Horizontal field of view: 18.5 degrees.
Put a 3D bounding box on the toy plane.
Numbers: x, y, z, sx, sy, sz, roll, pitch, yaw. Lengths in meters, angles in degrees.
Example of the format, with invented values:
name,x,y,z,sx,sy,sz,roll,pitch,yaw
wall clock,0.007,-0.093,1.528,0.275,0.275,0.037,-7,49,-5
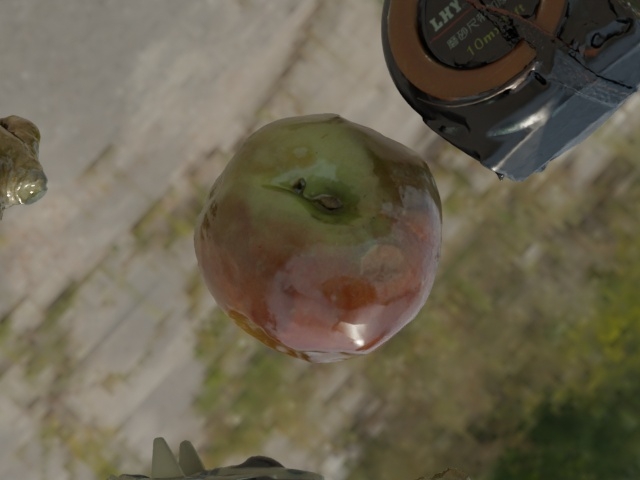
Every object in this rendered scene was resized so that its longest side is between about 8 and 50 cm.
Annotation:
name,x,y,z,sx,sy,sz,roll,pitch,yaw
toy plane,-0.090,0.245,1.899,0.192,0.262,0.088,14,83,-41

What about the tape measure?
name,x,y,z,sx,sy,sz,roll,pitch,yaw
tape measure,0.153,-0.165,1.518,0.202,0.223,0.135,-42,147,22

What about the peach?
name,x,y,z,sx,sy,sz,roll,pitch,yaw
peach,0.000,0.000,1.685,0.214,0.214,0.235,-45,173,-15

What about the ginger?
name,x,y,z,sx,sy,sz,roll,pitch,yaw
ginger,-0.374,-0.076,1.916,0.216,0.157,0.102,-2,142,-18

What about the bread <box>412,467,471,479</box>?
name,x,y,z,sx,sy,sz,roll,pitch,yaw
bread,0.098,0.277,1.381,0.128,0.232,0.088,-35,-164,-14
